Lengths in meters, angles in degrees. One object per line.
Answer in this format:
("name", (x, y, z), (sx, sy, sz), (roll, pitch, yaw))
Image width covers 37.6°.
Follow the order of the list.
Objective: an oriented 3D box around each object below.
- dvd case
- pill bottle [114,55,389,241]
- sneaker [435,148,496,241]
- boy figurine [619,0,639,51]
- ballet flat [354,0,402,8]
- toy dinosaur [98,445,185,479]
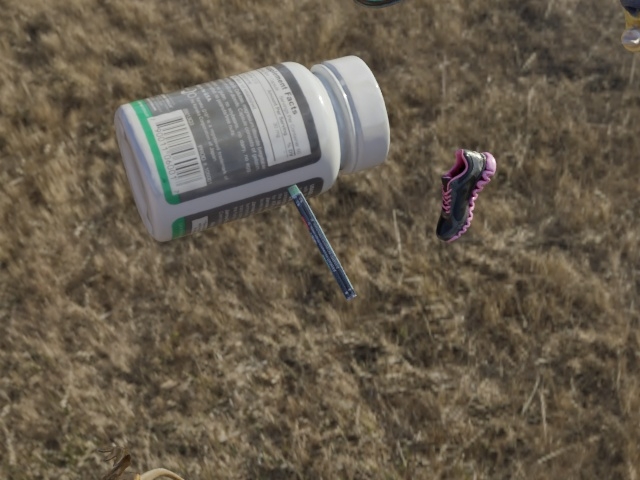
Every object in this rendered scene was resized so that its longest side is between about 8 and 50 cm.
("dvd case", (0.000, 0.000, 0.968), (0.013, 0.119, 0.087), (-27, 9, -1))
("pill bottle", (-0.097, -0.142, 1.363), (0.361, 0.204, 0.204), (-17, 49, -16))
("sneaker", (0.161, -0.057, 1.127), (0.047, 0.057, 0.119), (34, 103, 56))
("boy figurine", (0.433, -0.332, 1.243), (0.092, 0.285, 0.177), (13, 89, 26))
("ballet flat", (0.101, -0.276, 0.783), (0.072, 0.068, 0.213), (41, 96, -6))
("toy dinosaur", (-0.216, 0.275, 1.022), (0.064, 0.112, 0.211), (29, 35, 17))
